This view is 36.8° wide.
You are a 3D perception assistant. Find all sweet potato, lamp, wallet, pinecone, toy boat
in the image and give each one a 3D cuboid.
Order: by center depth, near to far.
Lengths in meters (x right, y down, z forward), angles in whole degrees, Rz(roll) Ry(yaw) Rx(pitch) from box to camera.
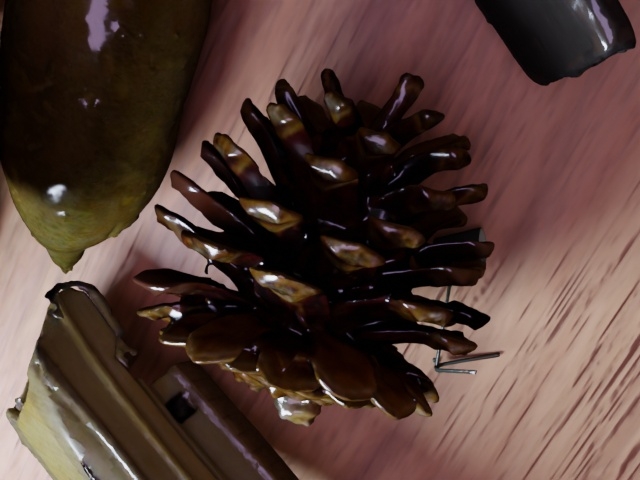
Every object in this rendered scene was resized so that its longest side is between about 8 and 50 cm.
[{"bbox_3d":[0.097,-0.244,0.628,0.042,0.165,0.309,-31,93,-3],"label":"wallet"},{"bbox_3d":[0.009,0.001,0.695,0.264,0.264,0.264,3,107,10],"label":"pinecone"},{"bbox_3d":[-0.168,-0.123,0.732,0.157,0.158,0.370,18,109,5],"label":"sweet potato"},{"bbox_3d":[0.112,0.050,0.793,0.054,0.041,0.121,-4,103,20],"label":"lamp"},{"bbox_3d":[-0.094,0.229,0.806,0.445,0.162,0.136,48,140,13],"label":"toy boat"}]
